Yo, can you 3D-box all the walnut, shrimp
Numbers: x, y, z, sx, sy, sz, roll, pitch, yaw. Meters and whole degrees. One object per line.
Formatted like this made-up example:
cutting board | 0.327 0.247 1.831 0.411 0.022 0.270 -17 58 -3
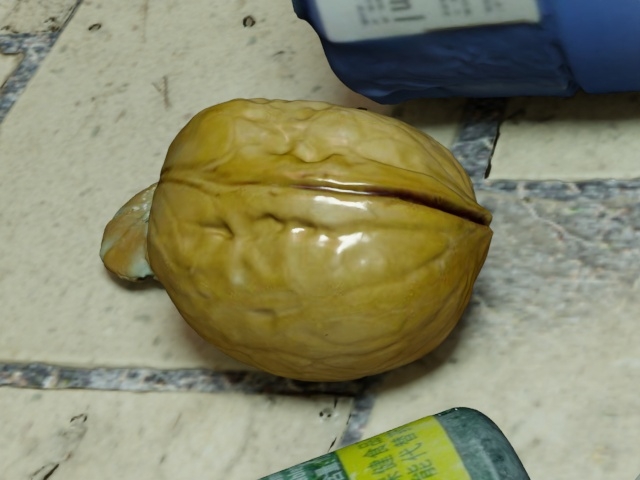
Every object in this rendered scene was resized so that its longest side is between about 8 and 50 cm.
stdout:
walnut | 0.000 0.000 0.948 0.180 0.144 0.144 3 41 18
shrimp | -0.047 -0.033 1.079 0.184 0.043 0.091 -29 36 -14

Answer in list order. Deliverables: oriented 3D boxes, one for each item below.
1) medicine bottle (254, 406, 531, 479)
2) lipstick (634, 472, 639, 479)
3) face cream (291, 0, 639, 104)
medicine bottle | -0.047 0.177 0.735 0.293 0.141 0.141 -21 38 -5
lipstick | 0.199 0.080 0.751 0.076 0.079 0.371 12 33 29
face cream | 0.115 -0.205 1.066 0.225 0.249 0.249 -1 40 18
